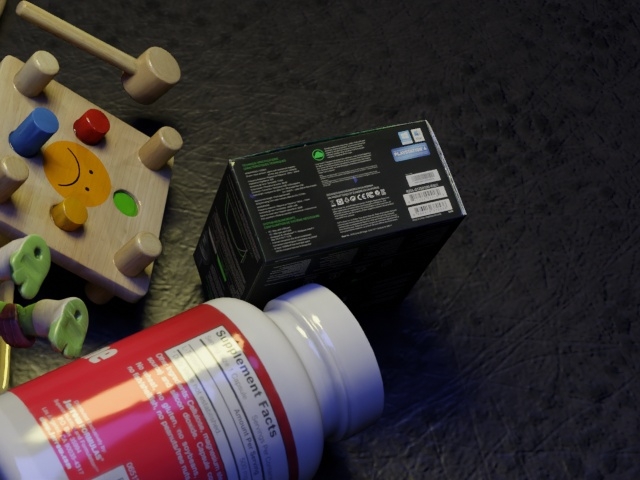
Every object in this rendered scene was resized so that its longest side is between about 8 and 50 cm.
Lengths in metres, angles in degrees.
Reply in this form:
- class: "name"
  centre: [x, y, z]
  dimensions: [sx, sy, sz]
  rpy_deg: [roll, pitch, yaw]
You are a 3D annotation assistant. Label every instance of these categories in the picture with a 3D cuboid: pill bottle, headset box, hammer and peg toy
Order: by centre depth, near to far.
- class: "pill bottle"
  centre: [-0.147, 0.200, 1.570]
  dimensions: [0.408, 0.229, 0.229]
  rpy_deg: [-24, 60, -24]
- class: "headset box"
  centre: [0.000, 0.000, 1.754]
  dimensions: [0.246, 0.283, 0.131]
  rpy_deg: [-13, 69, -19]
- class: "hammer and peg toy"
  centre: [-0.301, -0.116, 1.826]
  dimensions: [0.266, 0.127, 0.361]
  rpy_deg: [30, 42, -25]

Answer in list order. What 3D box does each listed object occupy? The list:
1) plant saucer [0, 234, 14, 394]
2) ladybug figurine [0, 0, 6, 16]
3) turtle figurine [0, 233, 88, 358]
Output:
- class: "plant saucer"
  centre: [-0.524, 0.064, 1.749]
  dimensions: [0.333, 0.081, 0.333]
  rpy_deg: [0, 53, -7]
- class: "ladybug figurine"
  centre: [-0.613, -0.332, 1.984]
  dimensions: [0.305, 0.162, 0.449]
  rpy_deg: [41, 58, 21]
- class: "turtle figurine"
  centre: [-0.400, 0.095, 1.554]
  dimensions: [0.266, 0.198, 0.275]
  rpy_deg: [-9, 3, 26]
